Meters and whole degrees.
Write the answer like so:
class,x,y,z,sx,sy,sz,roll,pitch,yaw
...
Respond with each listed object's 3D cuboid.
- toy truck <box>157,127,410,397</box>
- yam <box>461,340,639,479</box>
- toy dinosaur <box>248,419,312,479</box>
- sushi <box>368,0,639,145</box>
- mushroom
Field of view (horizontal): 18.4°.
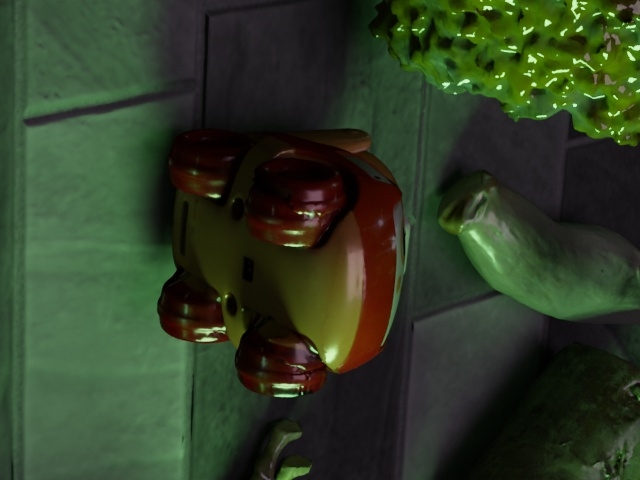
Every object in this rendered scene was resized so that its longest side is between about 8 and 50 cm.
class,x,y,z,sx,sy,sz,roll,pitch,yaw
toy truck,0.000,0.000,1.653,0.239,0.265,0.189,-8,113,-34
yam,0.246,0.254,2.088,0.304,0.168,0.168,-51,136,-22
toy dinosaur,-0.063,0.276,1.834,0.251,0.072,0.200,-18,130,-54
sushi,0.240,-0.277,1.738,0.396,0.351,0.240,-35,137,-32
mushroom,0.239,0.020,2.040,0.351,0.097,0.109,22,88,-47
